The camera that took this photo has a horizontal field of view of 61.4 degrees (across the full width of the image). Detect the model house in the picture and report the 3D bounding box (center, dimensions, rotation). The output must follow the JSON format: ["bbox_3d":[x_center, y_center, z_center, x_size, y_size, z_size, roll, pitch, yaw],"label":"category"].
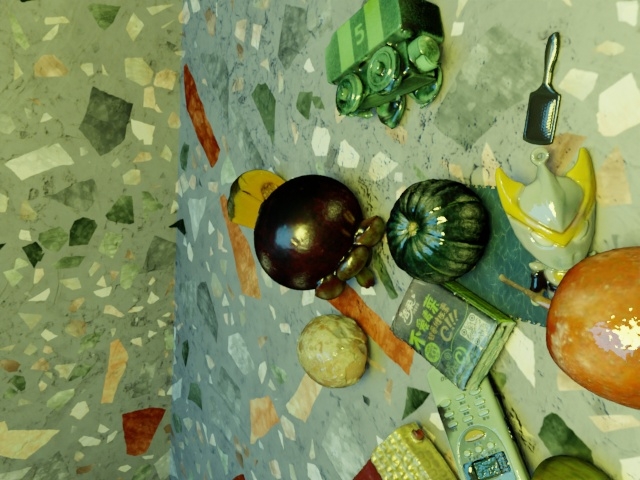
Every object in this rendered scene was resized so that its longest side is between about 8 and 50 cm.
[{"bbox_3d":[0.215,0.575,1.287,0.196,0.160,0.254,51,134,36],"label":"model house"}]

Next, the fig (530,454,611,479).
[{"bbox_3d":[0.481,0.475,0.912,0.259,0.151,0.151,19,113,47],"label":"fig"}]

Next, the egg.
[{"bbox_3d":[0.033,0.292,1.446,0.233,0.195,0.195,-140,48,-71],"label":"egg"}]

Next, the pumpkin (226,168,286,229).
[{"bbox_3d":[-0.166,-0.084,1.632,0.280,0.190,0.139,58,138,27],"label":"pumpkin"}]

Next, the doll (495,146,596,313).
[{"bbox_3d":[0.402,-0.004,0.928,0.145,0.103,0.316,-9,98,38],"label":"doll"}]

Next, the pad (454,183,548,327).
[{"bbox_3d":[0.363,0.023,1.078,0.269,0.012,0.269,10,106,53],"label":"pad"}]

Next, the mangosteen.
[{"bbox_3d":[0.000,0.000,1.365,0.347,0.307,0.307,32,128,11],"label":"mangosteen"}]

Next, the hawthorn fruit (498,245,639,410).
[{"bbox_3d":[0.442,0.135,0.784,0.263,0.235,0.231,-32,104,26],"label":"hawthorn fruit"}]

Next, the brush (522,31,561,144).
[{"bbox_3d":[0.398,-0.267,0.955,0.063,0.016,0.193,24,117,48],"label":"brush"}]

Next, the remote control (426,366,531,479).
[{"bbox_3d":[0.321,0.378,1.113,0.140,0.056,0.296,-33,55,28],"label":"remote control"}]

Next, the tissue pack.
[{"bbox_3d":[0.270,0.181,1.143,0.235,0.073,0.173,37,110,46],"label":"tissue pack"}]

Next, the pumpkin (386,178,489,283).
[{"bbox_3d":[0.235,-0.021,1.098,0.220,0.162,0.220,-5,83,50],"label":"pumpkin"}]

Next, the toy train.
[{"bbox_3d":[0.139,-0.389,1.178,0.299,0.167,0.238,-19,72,53],"label":"toy train"}]
